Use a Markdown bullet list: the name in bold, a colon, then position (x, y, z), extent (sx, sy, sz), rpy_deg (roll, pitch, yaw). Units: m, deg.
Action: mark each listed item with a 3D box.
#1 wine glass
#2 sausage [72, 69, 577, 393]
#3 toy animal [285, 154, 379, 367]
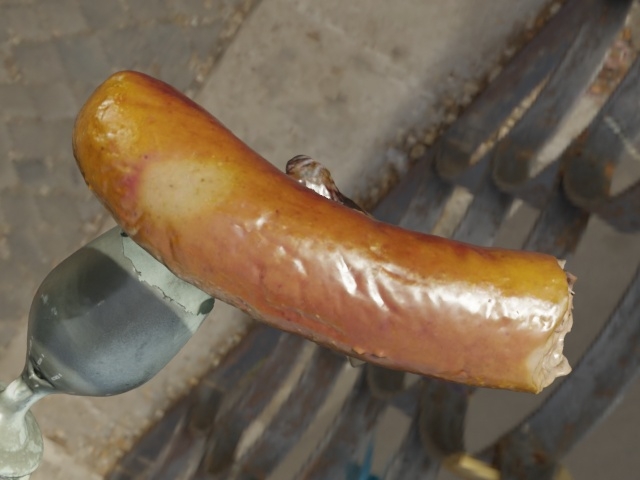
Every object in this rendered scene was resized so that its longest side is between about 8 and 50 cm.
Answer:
- **wine glass**: position (-0.204, 0.089, 1.179), extent (0.241, 0.126, 0.126), rpy_deg (-40, 109, 19)
- **sausage**: position (-0.003, 0.003, 0.748), extent (0.302, 0.103, 0.076), rpy_deg (23, 140, 6)
- **toy animal**: position (-0.004, 0.001, 1.063), extent (0.089, 0.188, 0.179), rpy_deg (-42, 66, 27)
